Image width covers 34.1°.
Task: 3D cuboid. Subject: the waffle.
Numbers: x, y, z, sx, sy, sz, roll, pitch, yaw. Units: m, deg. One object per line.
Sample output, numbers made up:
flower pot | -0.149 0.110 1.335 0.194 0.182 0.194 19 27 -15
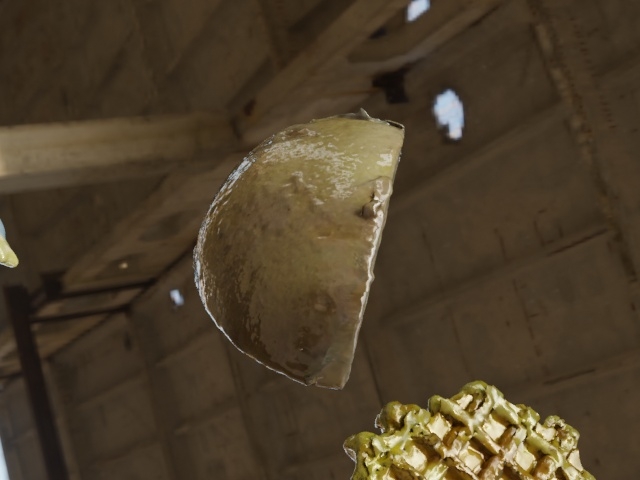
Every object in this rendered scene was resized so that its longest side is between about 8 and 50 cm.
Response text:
waffle | 0.140 0.247 0.871 0.291 0.291 0.051 65 -34 20

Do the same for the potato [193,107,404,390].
potato | -0.035 -0.009 1.023 0.264 0.189 0.211 -71 175 -67

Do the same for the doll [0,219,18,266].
doll | -0.255 -0.040 0.547 0.287 0.151 0.151 56 -42 29
